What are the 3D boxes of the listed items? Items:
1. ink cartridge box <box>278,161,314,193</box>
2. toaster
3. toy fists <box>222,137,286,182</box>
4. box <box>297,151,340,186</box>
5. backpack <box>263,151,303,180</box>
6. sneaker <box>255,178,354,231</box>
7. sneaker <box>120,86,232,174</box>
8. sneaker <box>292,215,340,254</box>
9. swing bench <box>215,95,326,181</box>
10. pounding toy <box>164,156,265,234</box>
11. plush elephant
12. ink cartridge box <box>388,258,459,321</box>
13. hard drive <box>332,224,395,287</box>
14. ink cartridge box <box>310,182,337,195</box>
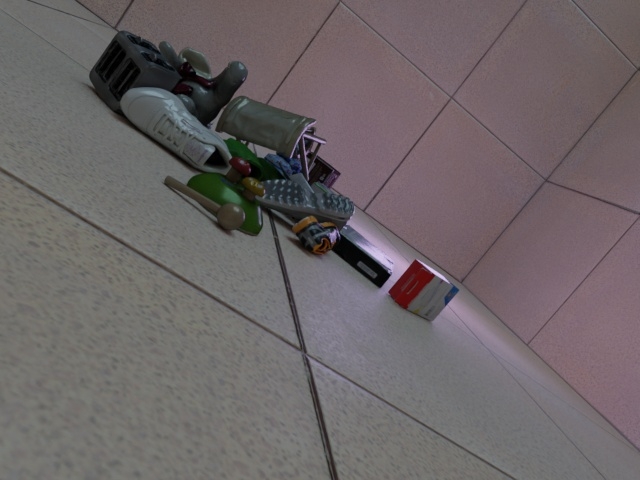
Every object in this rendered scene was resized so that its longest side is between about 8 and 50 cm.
[{"bbox_3d":[-0.043,-0.138,1.637,0.224,0.045,0.223,57,-1,3],"label":"ink cartridge box"},{"bbox_3d":[-0.458,-0.394,1.299,0.168,0.185,0.110,51,16,25],"label":"toaster"},{"bbox_3d":[-0.196,-0.202,1.564,0.279,0.096,0.142,30,20,-50],"label":"toy fists"},{"bbox_3d":[-0.033,-0.293,2.399,0.167,0.168,0.203,38,10,7],"label":"box"},{"bbox_3d":[-0.154,-0.283,2.060,0.173,0.117,0.158,24,15,-46],"label":"backpack"},{"bbox_3d":[-0.055,-0.080,1.449,0.281,0.115,0.105,16,43,-4],"label":"sneaker"},{"bbox_3d":[-0.325,-0.258,1.264,0.305,0.114,0.152,31,10,-36],"label":"sneaker"},{"bbox_3d":[0.000,0.000,1.379,0.083,0.084,0.215,58,18,19],"label":"sneaker"},{"bbox_3d":[-0.145,-0.327,1.644,0.253,0.165,0.254,22,-7,15],"label":"swing bench"},{"bbox_3d":[-0.179,-0.107,1.087,0.183,0.110,0.237,38,9,6],"label":"pounding toy"},{"bbox_3d":[-0.408,-0.466,1.569,0.255,0.272,0.330,50,-21,-3],"label":"plush elephant"},{"bbox_3d":[0.298,0.144,1.577,0.231,0.134,0.078,29,13,-45],"label":"ink cartridge box"},{"bbox_3d":[0.132,0.036,1.723,0.237,0.064,0.339,39,8,6],"label":"hard drive"},{"bbox_3d":[0.024,-0.157,2.174,0.160,0.092,0.219,38,9,3],"label":"ink cartridge box"}]
